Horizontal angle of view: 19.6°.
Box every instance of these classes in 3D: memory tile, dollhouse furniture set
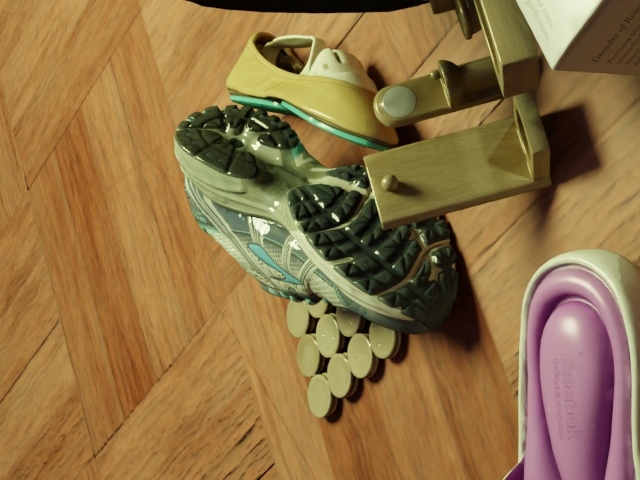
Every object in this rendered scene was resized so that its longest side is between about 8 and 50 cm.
[{"bbox_3d":[0.018,0.070,1.521,0.148,0.012,0.113,-47,52,48],"label":"memory tile"},{"bbox_3d":[0.078,-0.113,1.258,0.151,0.123,0.144,72,-177,-68],"label":"dollhouse furniture set"}]

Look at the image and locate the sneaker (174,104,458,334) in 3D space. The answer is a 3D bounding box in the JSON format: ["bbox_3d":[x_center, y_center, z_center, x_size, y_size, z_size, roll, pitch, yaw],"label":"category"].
[{"bbox_3d":[0.000,0.000,1.464,0.283,0.110,0.122,37,143,34],"label":"sneaker"}]

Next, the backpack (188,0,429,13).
[{"bbox_3d":[-0.032,-0.332,1.368,0.273,0.290,0.355,122,145,-61],"label":"backpack"}]

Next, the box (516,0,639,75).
[{"bbox_3d":[0.196,-0.225,1.135,0.182,0.119,0.181,-55,46,42],"label":"box"}]

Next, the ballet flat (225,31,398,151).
[{"bbox_3d":[-0.007,-0.129,1.505,0.232,0.080,0.073,24,95,54],"label":"ballet flat"}]

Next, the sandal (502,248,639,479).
[{"bbox_3d":[0.159,0.215,1.212,0.169,0.102,0.416,-13,79,57],"label":"sandal"}]
